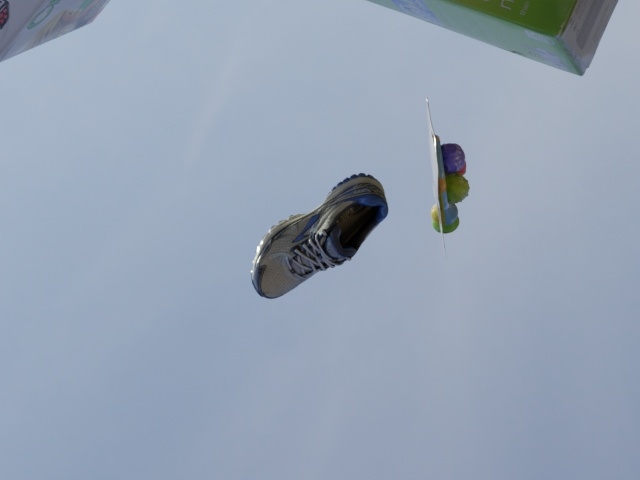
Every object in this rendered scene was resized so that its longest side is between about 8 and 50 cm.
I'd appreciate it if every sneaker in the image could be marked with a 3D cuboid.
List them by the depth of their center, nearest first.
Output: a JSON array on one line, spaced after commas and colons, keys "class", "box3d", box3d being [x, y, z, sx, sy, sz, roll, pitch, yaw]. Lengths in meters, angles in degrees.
[{"class": "sneaker", "box3d": [0.000, 0.000, 1.321, 0.052, 0.135, 0.058, 47, -178, -26]}]

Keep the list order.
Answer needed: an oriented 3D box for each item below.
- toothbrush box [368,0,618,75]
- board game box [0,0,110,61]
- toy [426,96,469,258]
[{"class": "toothbrush box", "box3d": [0.132, -0.294, 1.419, 0.283, 0.206, 0.122, 24, 178, 23]}, {"class": "board game box", "box3d": [-0.157, -0.279, 1.333, 0.053, 0.305, 0.193, 46, -153, 0]}, {"class": "toy", "box3d": [0.190, -0.091, 2.408, 0.056, 0.237, 0.137, -6, -123, -1]}]
